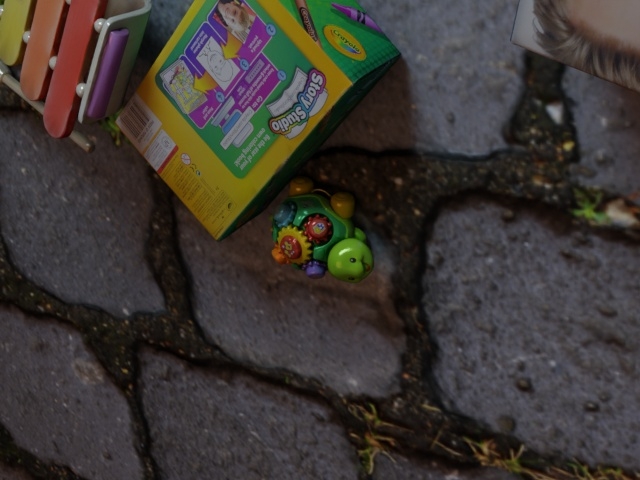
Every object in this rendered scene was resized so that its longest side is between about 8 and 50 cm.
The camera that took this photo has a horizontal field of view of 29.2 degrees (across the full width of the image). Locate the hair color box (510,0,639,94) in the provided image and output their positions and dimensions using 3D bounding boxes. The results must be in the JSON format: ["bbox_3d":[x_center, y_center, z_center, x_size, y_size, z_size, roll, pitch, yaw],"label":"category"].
[{"bbox_3d":[0.248,-0.259,0.783,0.174,0.105,0.347,26,137,21],"label":"hair color box"}]

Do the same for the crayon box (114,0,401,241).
[{"bbox_3d":[-0.068,-0.142,1.168,0.165,0.081,0.278,49,135,4],"label":"crayon box"}]

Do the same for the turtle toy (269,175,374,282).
[{"bbox_3d":[0.000,0.000,1.208,0.130,0.066,0.095,22,128,28],"label":"turtle toy"}]

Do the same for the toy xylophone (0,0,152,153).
[{"bbox_3d":[-0.288,-0.223,1.252,0.323,0.081,0.236,35,122,33],"label":"toy xylophone"}]
